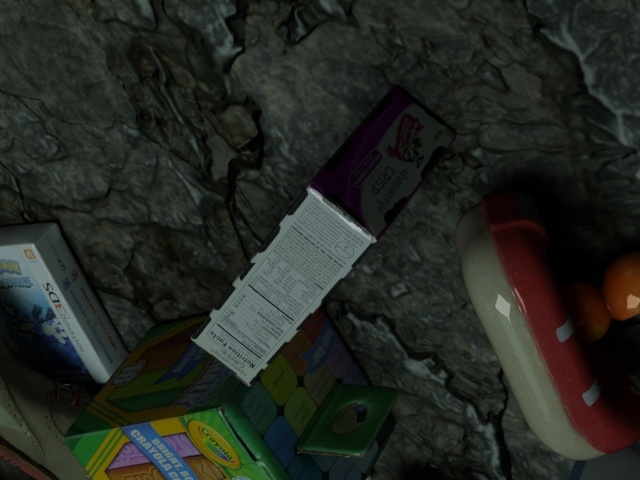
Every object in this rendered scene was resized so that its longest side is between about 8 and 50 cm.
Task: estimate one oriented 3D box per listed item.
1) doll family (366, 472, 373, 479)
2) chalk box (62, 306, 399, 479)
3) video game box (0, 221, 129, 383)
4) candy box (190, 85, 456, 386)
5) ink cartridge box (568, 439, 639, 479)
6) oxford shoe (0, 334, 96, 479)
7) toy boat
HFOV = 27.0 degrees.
[{"bbox_3d":[-0.039,0.329,1.416,0.163,0.118,0.263,43,133,-9],"label":"doll family"},{"bbox_3d":[-0.062,0.177,1.271,0.289,0.180,0.179,-17,115,38],"label":"chalk box"},{"bbox_3d":[-0.327,0.073,1.442,0.205,0.048,0.187,-5,120,34],"label":"video game box"},{"bbox_3d":[0.000,0.000,1.103,0.071,0.159,0.233,40,136,-1],"label":"candy box"},{"bbox_3d":[0.369,0.359,1.174,0.270,0.151,0.396,7,129,27],"label":"ink cartridge box"},{"bbox_3d":[-0.276,0.185,1.422,0.130,0.123,0.348,-28,123,7],"label":"oxford shoe"},{"bbox_3d":[0.210,0.058,1.057,0.151,0.151,0.231,-23,114,10],"label":"toy boat"}]
